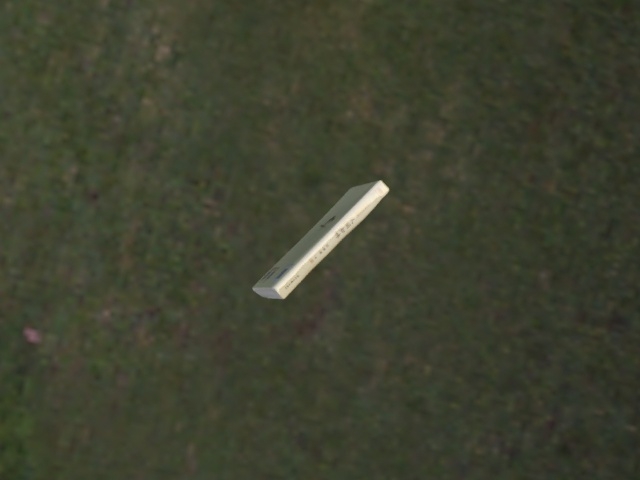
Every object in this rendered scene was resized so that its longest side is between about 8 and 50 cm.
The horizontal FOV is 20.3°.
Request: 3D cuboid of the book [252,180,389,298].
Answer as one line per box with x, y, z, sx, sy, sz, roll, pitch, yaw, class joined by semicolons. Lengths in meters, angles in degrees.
0.000;0.000;1.287;0.111;0.014;0.077;-45;9;-10;book
